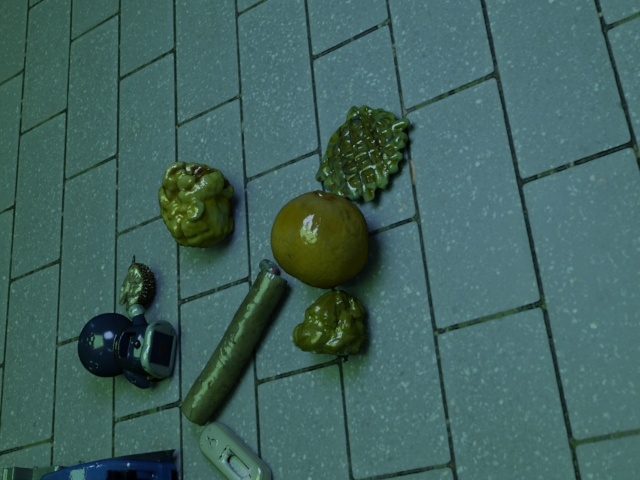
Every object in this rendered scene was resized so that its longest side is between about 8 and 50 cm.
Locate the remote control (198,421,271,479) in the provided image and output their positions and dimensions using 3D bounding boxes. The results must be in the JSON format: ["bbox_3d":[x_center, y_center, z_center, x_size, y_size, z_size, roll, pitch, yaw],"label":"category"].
[{"bbox_3d":[-0.186,0.465,1.825,0.221,0.042,0.078,33,95,39],"label":"remote control"}]

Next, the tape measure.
[{"bbox_3d":[-0.473,0.557,1.876,0.259,0.262,0.138,-24,70,28],"label":"tape measure"}]

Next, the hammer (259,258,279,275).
[{"bbox_3d":[-0.126,0.086,1.938,0.052,0.031,0.083,36,106,42],"label":"hammer"}]

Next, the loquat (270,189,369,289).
[{"bbox_3d":[0.000,0.000,1.766,0.208,0.208,0.208,-14,65,32],"label":"loquat"}]

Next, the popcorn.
[{"bbox_3d":[-0.305,-0.096,2.026,0.200,0.203,0.226,-1,54,25],"label":"popcorn"}]

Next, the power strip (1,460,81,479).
[{"bbox_3d":[-0.703,0.572,2.098,0.215,0.145,0.061,-16,65,30],"label":"power strip"}]

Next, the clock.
[{"bbox_3d":[-0.466,0.249,2.053,0.243,0.146,0.200,-1,77,28],"label":"clock"}]

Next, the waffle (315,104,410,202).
[{"bbox_3d":[0.090,-0.188,1.864,0.204,0.054,0.223,27,89,39],"label":"waffle"}]

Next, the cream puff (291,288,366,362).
[{"bbox_3d":[0.017,0.166,1.739,0.156,0.121,0.156,-20,58,34],"label":"cream puff"}]

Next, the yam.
[{"bbox_3d":[-0.187,0.235,1.891,0.083,0.083,0.372,34,94,39],"label":"yam"}]

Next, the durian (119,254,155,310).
[{"bbox_3d":[-0.449,0.107,2.136,0.110,0.071,0.140,3,88,42],"label":"durian"}]
